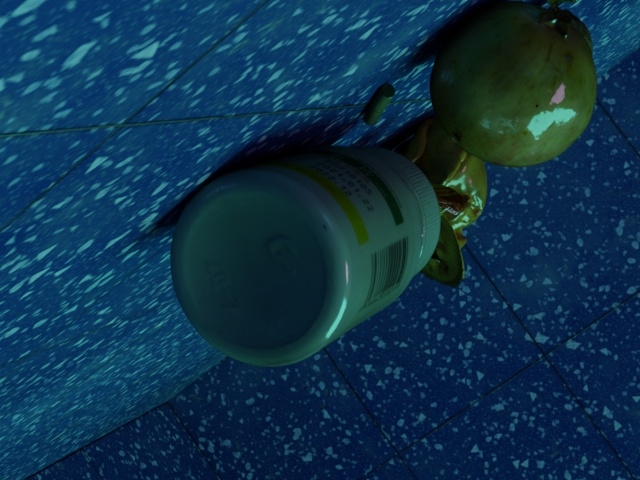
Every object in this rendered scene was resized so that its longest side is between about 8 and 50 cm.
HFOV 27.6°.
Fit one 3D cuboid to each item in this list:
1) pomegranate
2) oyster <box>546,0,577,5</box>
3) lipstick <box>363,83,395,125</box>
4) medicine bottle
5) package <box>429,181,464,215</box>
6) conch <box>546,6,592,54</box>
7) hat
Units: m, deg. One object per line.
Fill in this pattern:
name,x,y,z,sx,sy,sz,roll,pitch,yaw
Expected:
pomegranate,0.217,-0.173,1.450,0.191,0.191,0.191,-35,174,-4
oyster,0.307,-0.309,1.615,0.051,0.034,0.093,-30,-178,28
lipstick,0.068,-0.157,1.516,0.019,0.019,0.094,-34,175,-17
medicine bottle,0.000,0.000,1.465,0.208,0.208,0.339,-38,174,26
package,0.049,-0.033,1.810,0.223,0.108,0.288,2,157,-14
conch,0.272,-0.212,1.638,0.155,0.207,0.130,-32,132,21
hat,0.198,-0.099,1.960,0.233,0.244,0.233,-48,-173,-21
